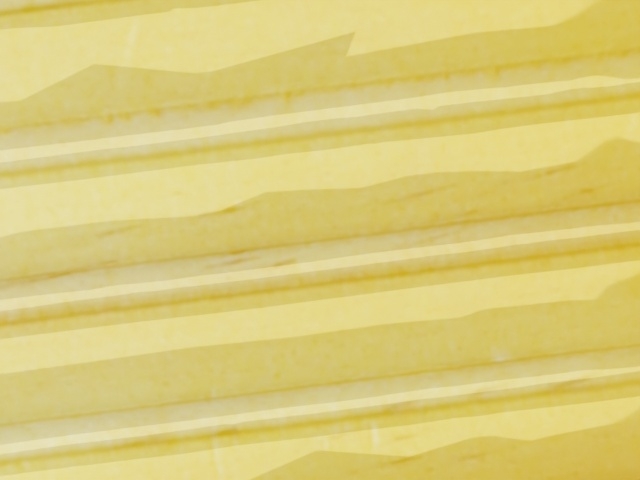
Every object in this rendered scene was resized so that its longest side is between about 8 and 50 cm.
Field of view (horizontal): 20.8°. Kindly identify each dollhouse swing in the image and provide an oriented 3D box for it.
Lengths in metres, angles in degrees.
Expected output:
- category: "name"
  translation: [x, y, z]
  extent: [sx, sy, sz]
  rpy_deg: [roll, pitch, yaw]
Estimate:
- category: "dollhouse swing"
  translation: [0.000, 0.000, 0.320]
  extent: [0.305, 0.315, 0.347]
  rpy_deg: [-12, 111, -16]
